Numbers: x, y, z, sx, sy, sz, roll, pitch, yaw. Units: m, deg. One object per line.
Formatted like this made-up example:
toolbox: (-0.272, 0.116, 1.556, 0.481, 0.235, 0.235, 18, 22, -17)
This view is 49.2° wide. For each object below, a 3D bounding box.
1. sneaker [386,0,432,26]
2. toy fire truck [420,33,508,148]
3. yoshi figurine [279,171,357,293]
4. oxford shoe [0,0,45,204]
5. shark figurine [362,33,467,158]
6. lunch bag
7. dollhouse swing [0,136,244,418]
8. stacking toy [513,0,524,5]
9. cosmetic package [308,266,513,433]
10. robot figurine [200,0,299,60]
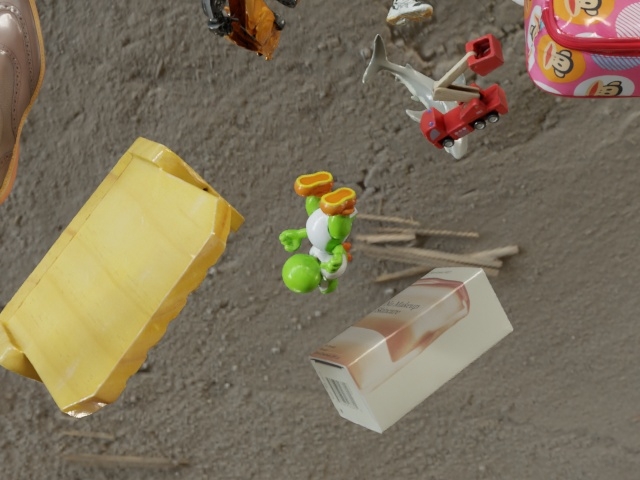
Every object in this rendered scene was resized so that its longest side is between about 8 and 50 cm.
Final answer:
sneaker: (0.113, -0.296, 0.882, 0.032, 0.083, 0.037, 16, 90, -31)
toy fire truck: (0.221, -0.226, 1.095, 0.192, 0.047, 0.135, -27, 140, 36)
yoshi figurine: (-0.017, 0.014, 1.843, 0.203, 0.203, 0.362, 7, 130, 6)
oxford shoe: (-0.462, -0.224, 0.972, 0.130, 0.363, 0.133, 4, 172, -15)
shark figurine: (0.222, -0.304, 1.386, 0.278, 0.166, 0.116, 46, 132, 2)
lunch bag: (0.379, -0.307, 0.841, 0.258, 0.293, 0.120, 1, 152, 4)
dollhouse swing: (-0.221, 0.085, 0.964, 0.347, 0.305, 0.315, -55, 145, -9)
stacking toy: (0.295, -0.634, 1.388, 0.351, 0.480, 0.350, -38, 162, -15)
cosmetic package: (0.150, 0.171, 1.165, 0.296, 0.153, 0.129, -31, 100, -24)
robot figurine: (-0.103, -0.384, 1.036, 0.085, 0.291, 0.211, 29, 91, 14)
